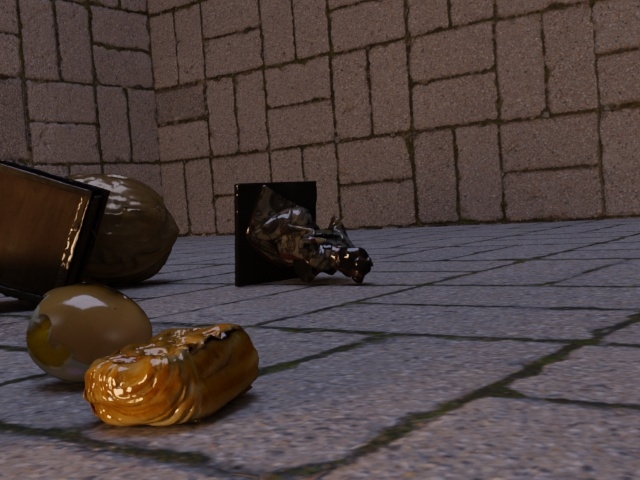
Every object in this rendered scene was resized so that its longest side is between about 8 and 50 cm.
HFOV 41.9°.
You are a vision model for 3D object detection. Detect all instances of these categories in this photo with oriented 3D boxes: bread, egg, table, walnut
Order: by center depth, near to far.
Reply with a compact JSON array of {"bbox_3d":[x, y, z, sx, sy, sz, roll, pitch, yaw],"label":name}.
[{"bbox_3d":[-0.087,0.078,0.492,0.083,0.044,0.111,-4,5,23],"label":"bread"},{"bbox_3d":[-0.161,0.067,0.591,0.083,0.071,0.071,9,6,13],"label":"egg"},{"bbox_3d":[-0.404,-0.013,1.180,0.173,0.169,0.193,16,0,-11],"label":"table"},{"bbox_3d":[-0.357,-0.018,1.386,0.245,0.198,0.198,2,2,-3],"label":"walnut"}]

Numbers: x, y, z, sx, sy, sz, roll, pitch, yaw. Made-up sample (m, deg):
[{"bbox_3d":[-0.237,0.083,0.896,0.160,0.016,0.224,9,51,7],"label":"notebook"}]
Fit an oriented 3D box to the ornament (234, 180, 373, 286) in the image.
[{"bbox_3d":[0.000,0.000,1.192,0.166,0.153,0.196,-7,14,-41],"label":"ornament"}]
